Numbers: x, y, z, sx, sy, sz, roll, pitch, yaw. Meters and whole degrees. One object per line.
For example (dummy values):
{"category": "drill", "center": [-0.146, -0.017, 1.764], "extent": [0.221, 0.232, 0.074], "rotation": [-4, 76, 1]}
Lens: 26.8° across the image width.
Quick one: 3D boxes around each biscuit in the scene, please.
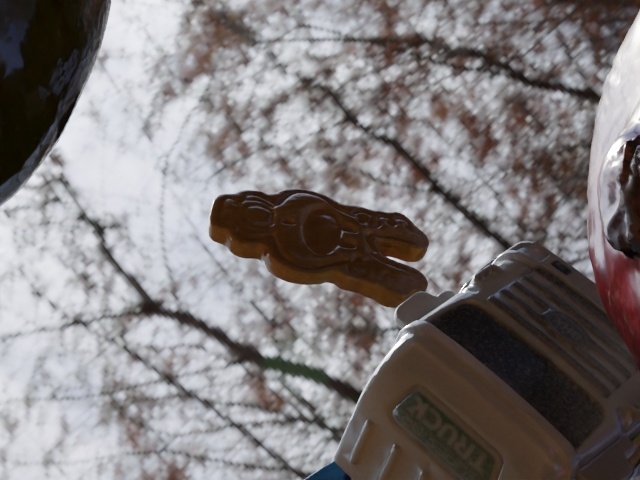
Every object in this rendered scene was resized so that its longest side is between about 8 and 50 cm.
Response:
{"category": "biscuit", "center": [-0.001, -0.002, 1.408], "extent": [0.236, 0.144, 0.040], "rotation": [15, -58, -5]}

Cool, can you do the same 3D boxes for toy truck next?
{"category": "toy truck", "center": [0.064, 0.182, 0.776], "extent": [0.146, 0.175, 0.367], "rotation": [39, -50, 24]}

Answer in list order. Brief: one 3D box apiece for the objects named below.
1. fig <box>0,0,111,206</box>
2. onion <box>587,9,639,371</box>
{"category": "fig", "center": [-0.163, -0.044, 0.484], "extent": [0.151, 0.151, 0.259], "rotation": [39, -42, 9]}
{"category": "onion", "center": [0.207, -0.020, 0.564], "extent": [0.190, 0.246, 0.246], "rotation": [-2, -53, -11]}
